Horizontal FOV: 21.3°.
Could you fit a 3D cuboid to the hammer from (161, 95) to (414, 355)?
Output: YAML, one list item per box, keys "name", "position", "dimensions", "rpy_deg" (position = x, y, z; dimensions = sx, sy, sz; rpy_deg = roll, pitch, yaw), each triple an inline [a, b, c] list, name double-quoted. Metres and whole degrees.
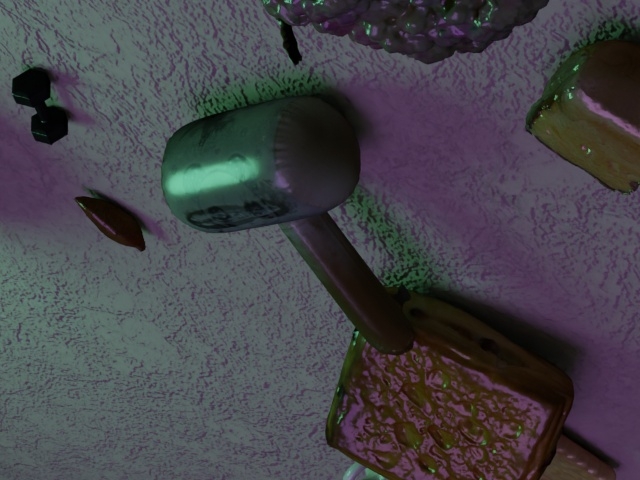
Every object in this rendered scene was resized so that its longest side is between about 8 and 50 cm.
- name: "hammer"
  position: [0.000, 0.000, 1.573]
  dimensions: [0.202, 0.113, 0.305]
  rpy_deg: [-6, 132, 48]

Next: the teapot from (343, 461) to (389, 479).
- name: "teapot"
  position: [0.109, 0.268, 1.927]
  dimensions: [0.226, 0.092, 0.145]
  rpy_deg: [22, -154, -47]

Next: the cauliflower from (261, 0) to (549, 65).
- name: "cauliflower"
  position: [0.050, -0.246, 1.037]
  dimensions: [0.256, 0.239, 0.315]
  rpy_deg: [13, 124, -8]

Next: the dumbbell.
- name: "dumbbell"
  position: [-0.275, -0.131, 1.676]
  dimensions: [0.036, 0.040, 0.083]
  rpy_deg: [48, 166, 34]

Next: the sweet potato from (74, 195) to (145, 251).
- name: "sweet potato"
  position: [-0.222, -0.020, 1.822]
  dimensions: [0.095, 0.034, 0.034]
  rpy_deg: [36, 150, -19]

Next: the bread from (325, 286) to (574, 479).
- name: "bread"
  position: [0.133, 0.165, 1.730]
  dimensions: [0.235, 0.099, 0.210]
  rpy_deg: [25, 126, 12]

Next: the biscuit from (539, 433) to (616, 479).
- name: "biscuit"
  position: [0.193, 0.210, 1.869]
  dimensions: [0.249, 0.030, 0.160]
  rpy_deg: [35, 151, -16]

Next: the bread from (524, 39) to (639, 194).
- name: "bread"
  position: [0.225, -0.100, 1.287]
  dimensions: [0.106, 0.082, 0.125]
  rpy_deg: [38, 161, -1]
